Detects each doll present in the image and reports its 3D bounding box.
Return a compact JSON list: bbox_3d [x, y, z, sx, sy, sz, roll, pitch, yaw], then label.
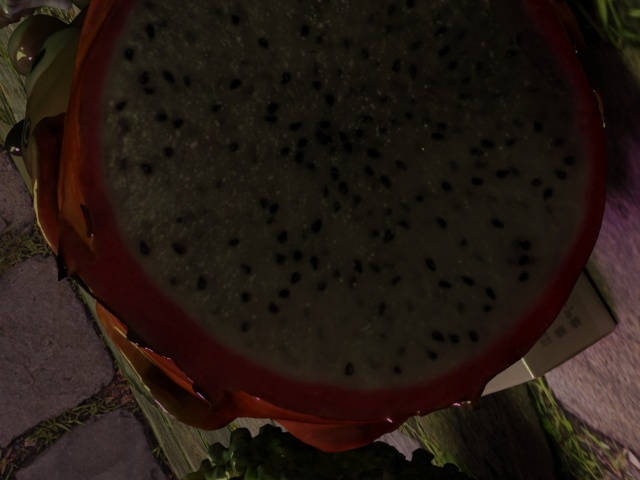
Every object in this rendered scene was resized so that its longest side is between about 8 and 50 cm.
[{"bbox_3d":[-0.197,-0.141,1.492,0.174,0.235,0.330,40,-166,-26],"label":"doll"}]

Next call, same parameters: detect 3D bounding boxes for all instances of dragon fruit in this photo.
[{"bbox_3d":[-0.009,-0.034,0.876,0.305,0.305,0.226,60,169,2],"label":"dragon fruit"}]

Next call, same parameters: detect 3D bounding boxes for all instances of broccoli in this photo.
[{"bbox_3d":[0.044,0.269,1.277,0.324,0.272,0.334,55,174,18],"label":"broccoli"}]

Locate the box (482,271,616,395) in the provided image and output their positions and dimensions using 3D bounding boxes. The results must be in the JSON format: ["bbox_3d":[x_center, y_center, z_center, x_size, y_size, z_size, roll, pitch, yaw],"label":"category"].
[{"bbox_3d":[0.076,-0.025,1.048,0.256,0.069,0.164,59,165,4],"label":"box"}]

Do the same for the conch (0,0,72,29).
[{"bbox_3d":[-0.294,-0.304,1.686,0.114,0.234,0.137,40,-156,-16],"label":"conch"}]
